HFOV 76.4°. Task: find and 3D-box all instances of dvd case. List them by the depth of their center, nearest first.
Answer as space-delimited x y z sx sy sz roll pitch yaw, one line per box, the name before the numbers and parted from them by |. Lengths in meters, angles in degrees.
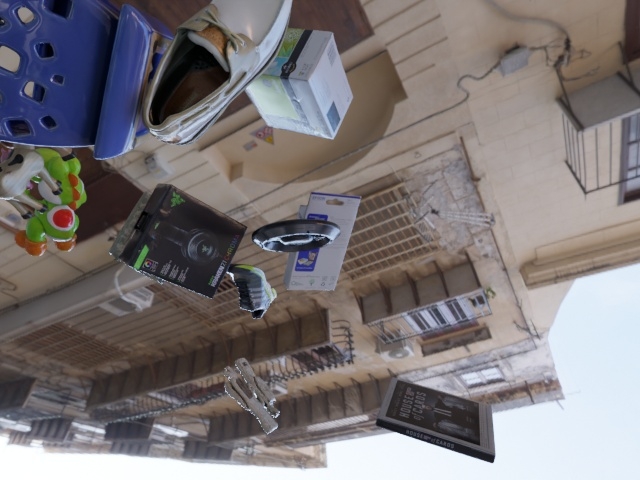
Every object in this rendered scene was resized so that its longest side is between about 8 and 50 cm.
dvd case | 0.259 0.391 0.910 0.239 0.179 0.029 11 -76 18

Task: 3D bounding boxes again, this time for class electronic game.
electronic game | -0.062 -0.013 1.049 0.229 0.229 0.048 -13 -105 27

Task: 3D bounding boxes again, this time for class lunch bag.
lunch bag | -0.644 -0.002 1.589 0.287 0.235 0.169 -59 -175 -8

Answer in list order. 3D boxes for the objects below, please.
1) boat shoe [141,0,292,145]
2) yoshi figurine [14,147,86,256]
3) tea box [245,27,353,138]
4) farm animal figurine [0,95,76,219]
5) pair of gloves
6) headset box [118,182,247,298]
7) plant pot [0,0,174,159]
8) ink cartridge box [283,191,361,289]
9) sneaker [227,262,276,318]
boat shoe | -0.139 -0.262 0.570 0.302 0.113 0.103 -55 -171 7
yoshi figurine | -0.842 -0.137 1.266 0.362 0.203 0.203 -56 -155 30
tea box | -0.092 -0.584 1.521 0.324 0.329 0.219 17 -106 22
farm animal figurine | -0.589 -0.238 0.852 0.327 0.172 0.330 -35 -128 -11
pair of gloves | -0.189 0.422 1.118 0.042 0.240 0.204 -41 -96 -4
headset box | -0.402 -0.002 1.183 0.131 0.283 0.246 13 -106 51
plant pot | -0.347 -0.251 0.591 0.236 0.212 0.235 -111 -140 -67
ink cartridge box | 0.000 0.000 1.234 0.065 0.165 0.332 -123 -137 -54
sneaker | -0.245 0.177 1.424 0.111 0.300 0.121 2 -123 24
